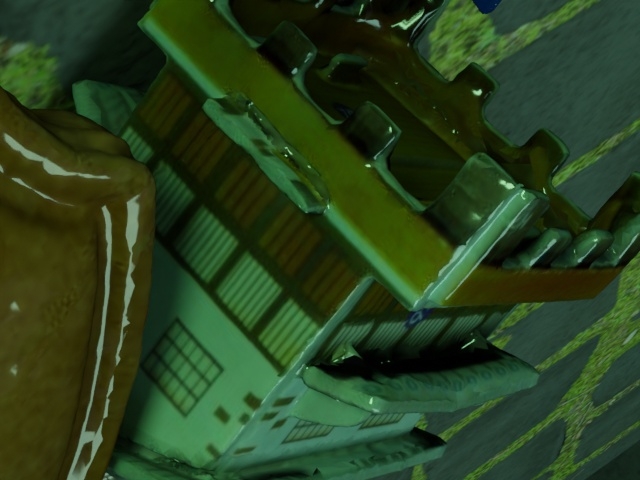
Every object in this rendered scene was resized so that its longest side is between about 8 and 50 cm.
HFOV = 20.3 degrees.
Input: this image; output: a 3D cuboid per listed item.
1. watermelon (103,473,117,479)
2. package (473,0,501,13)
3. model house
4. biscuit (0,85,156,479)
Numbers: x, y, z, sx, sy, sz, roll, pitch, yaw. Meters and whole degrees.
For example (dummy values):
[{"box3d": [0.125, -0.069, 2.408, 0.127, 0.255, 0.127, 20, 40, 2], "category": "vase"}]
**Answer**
[{"box3d": [-0.151, 0.161, 1.095, 0.155, 0.080, 0.101, -29, 156, 25], "category": "watermelon"}, {"box3d": [0.110, -0.189, 0.794, 0.171, 0.027, 0.173, -44, 152, 6], "category": "package"}, {"box3d": [0.000, 0.000, 0.789, 0.215, 0.198, 0.224, -49, 160, 20], "category": "model house"}, {"box3d": [-0.248, 0.088, 0.569, 0.455, 0.078, 0.350, -30, 140, -21], "category": "biscuit"}]
